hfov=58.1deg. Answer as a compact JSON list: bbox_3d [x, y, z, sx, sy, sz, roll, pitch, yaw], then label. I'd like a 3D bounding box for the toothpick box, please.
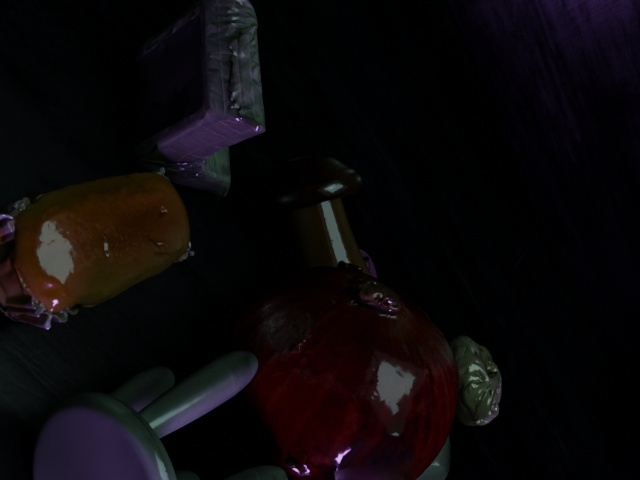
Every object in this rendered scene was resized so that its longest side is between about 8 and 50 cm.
[{"bbox_3d":[0.000,0.000,0.995,0.192,0.192,0.294,-28,105,-56],"label":"toothpick box"}]

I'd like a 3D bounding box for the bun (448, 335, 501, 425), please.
[{"bbox_3d":[0.401,0.364,1.482,0.237,0.116,0.210,63,34,-12],"label":"bun"}]

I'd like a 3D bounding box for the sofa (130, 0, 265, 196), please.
[{"bbox_3d":[-0.145,-0.197,0.827,0.176,0.226,0.210,15,62,-49],"label":"sofa"}]

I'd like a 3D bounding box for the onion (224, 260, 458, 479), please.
[{"bbox_3d":[0.024,0.206,0.811,0.341,0.342,0.340,28,54,-48],"label":"onion"}]

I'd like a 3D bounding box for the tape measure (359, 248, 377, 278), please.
[{"bbox_3d":[0.066,0.081,1.150,0.118,0.074,0.125,-22,97,-57],"label":"tape measure"}]

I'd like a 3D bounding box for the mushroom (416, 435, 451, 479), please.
[{"bbox_3d":[0.227,0.412,1.235,0.270,0.103,0.118,-71,142,-56],"label":"mushroom"}]

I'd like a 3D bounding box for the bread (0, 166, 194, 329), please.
[{"bbox_3d":[-0.262,-0.002,0.680,0.241,0.107,0.136,-31,105,-55],"label":"bread"}]

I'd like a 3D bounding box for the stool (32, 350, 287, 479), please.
[{"bbox_3d":[-0.173,0.240,0.634,0.199,0.196,0.195,-5,80,-61],"label":"stool"}]
